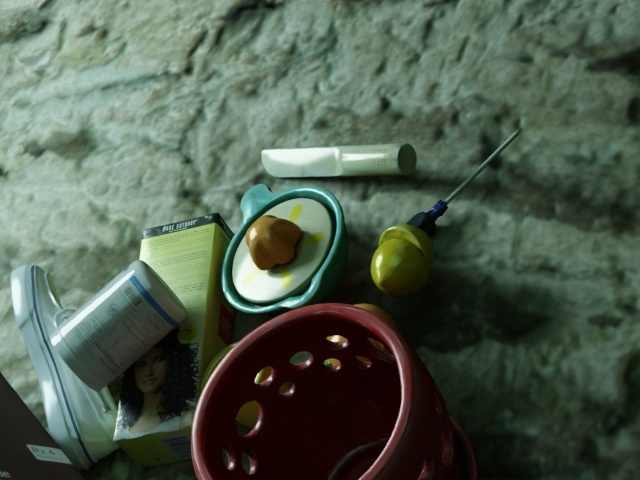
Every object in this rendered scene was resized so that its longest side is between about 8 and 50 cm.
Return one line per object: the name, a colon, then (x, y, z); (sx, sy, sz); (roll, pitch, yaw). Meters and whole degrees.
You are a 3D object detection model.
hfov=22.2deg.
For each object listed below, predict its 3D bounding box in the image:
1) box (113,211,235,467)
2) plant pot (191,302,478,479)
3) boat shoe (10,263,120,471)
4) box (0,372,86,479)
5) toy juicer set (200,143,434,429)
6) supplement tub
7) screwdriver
box: (-0.128, 0.088, 1.496); (0.087, 0.058, 0.232); (-13, 51, 20)
plant pot: (0.018, 0.171, 1.275); (0.191, 0.174, 0.191); (-14, 51, 18)
boat shoe: (-0.229, 0.112, 1.531); (0.076, 0.083, 0.226); (-22, 60, -1)
box: (-0.325, 0.215, 1.397); (0.381, 0.191, 0.143); (39, 107, 41)
toy juicer set: (0.000, 0.000, 1.452); (0.209, 0.089, 0.329); (-20, 47, 30)
supplement tub: (-0.179, 0.075, 1.446); (0.107, 0.071, 0.071); (-40, 47, 1)
screwdriver: (0.122, -0.045, 1.477); (0.170, 0.025, 0.024); (-47, 48, -3)
